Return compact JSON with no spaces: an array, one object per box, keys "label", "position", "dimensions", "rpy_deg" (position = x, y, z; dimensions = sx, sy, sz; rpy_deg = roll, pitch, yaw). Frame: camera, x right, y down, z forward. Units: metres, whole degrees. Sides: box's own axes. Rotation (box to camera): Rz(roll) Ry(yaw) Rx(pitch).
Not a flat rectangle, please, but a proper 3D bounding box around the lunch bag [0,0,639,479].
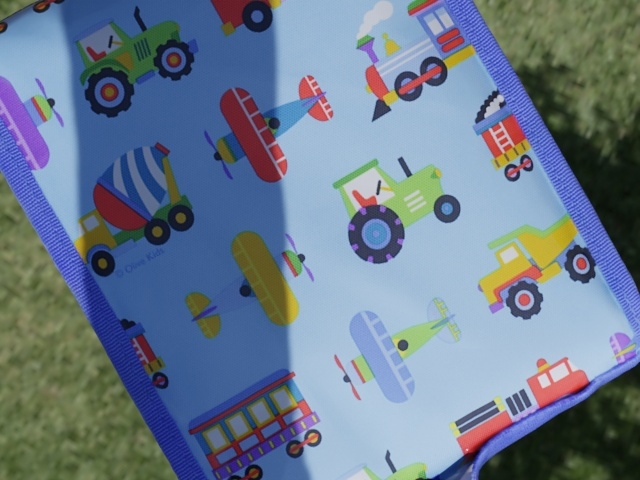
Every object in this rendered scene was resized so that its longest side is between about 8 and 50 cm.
[{"label":"lunch bag","position":[0.000,0.000,0.771],"dimensions":[0.293,0.221,0.138],"rpy_deg":[60,175,10]}]
